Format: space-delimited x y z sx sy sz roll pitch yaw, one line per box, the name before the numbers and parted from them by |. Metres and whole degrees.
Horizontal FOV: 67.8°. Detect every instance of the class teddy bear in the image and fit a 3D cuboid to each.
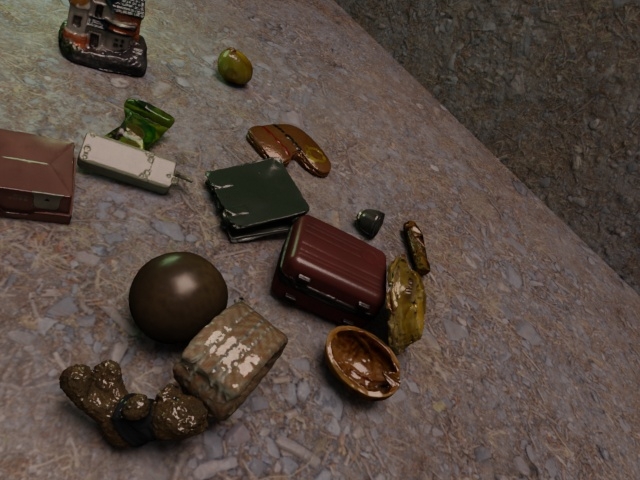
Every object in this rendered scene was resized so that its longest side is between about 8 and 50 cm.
teddy bear | -0.325 0.301 0.841 0.251 0.129 0.182 15 -3 7

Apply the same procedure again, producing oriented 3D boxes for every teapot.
teapot | 0.164 -0.062 1.624 0.090 0.124 0.092 27 78 15

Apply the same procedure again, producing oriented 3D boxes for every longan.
longan | -0.295 0.117 1.006 0.212 0.198 0.198 -11 57 -41

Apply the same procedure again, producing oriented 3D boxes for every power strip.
power strip | -0.485 -0.196 1.272 0.287 0.053 0.093 18 63 -24

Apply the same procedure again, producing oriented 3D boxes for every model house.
model house | -0.675 -0.722 1.526 0.271 0.301 0.190 5 40 -32

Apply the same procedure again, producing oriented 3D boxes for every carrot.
carrot | 0.332 0.026 1.651 0.068 0.069 0.229 16 44 -23

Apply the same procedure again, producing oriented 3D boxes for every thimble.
thimble | -0.178 0.237 0.952 0.148 0.196 0.229 35 30 10

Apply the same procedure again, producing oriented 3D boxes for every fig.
fig | -0.336 -0.678 1.862 0.136 0.121 0.153 43 15 18

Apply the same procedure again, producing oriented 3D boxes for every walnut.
walnut | 0.092 0.306 1.165 0.211 0.087 0.167 38 45 7

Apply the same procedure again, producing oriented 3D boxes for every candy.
candy | -0.532 -0.301 1.361 0.148 0.069 0.247 26 45 -13

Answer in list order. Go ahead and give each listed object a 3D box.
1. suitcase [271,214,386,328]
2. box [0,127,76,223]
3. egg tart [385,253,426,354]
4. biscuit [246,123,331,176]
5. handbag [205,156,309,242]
suitcase | 0.029 0.086 1.289 0.296 0.161 0.236 25 40 -11
box | -0.678 -0.151 1.085 0.215 0.086 0.215 7 46 -30
egg tart | 0.231 0.173 1.277 0.094 0.279 0.279 -1 36 17
biscuit | -0.104 -0.327 1.711 0.277 0.052 0.262 -14 59 -44
handbag | -0.188 -0.125 1.390 0.259 0.079 0.248 -12 55 -28
